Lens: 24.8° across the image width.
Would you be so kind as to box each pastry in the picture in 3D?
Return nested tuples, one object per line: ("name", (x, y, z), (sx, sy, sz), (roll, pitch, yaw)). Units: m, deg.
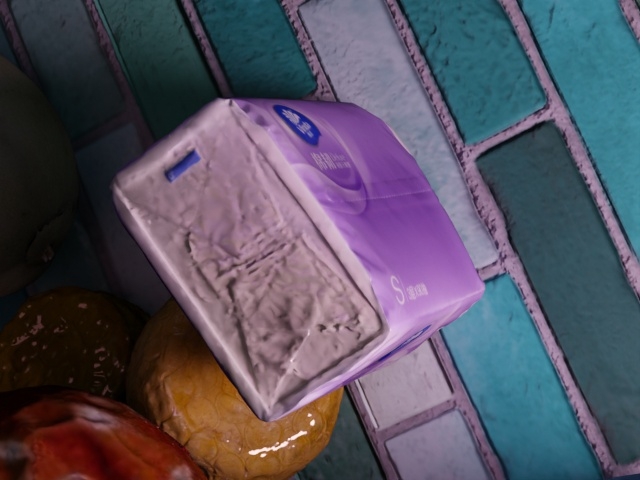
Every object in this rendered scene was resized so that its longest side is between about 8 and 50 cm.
("pastry", (-0.249, 0.139, 1.475), (0.189, 0.103, 0.188), (-11, 65, 25))

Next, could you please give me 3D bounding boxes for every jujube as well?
("jujube", (-0.198, 0.289, 1.243), (0.377, 0.276, 0.276), (37, 103, 19))

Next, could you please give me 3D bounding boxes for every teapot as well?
("teapot", (-0.091, 0.136, 1.414), (0.203, 0.167, 0.311), (9, 68, -18))

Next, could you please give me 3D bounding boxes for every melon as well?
("melon", (-0.393, -0.075, 1.471), (0.330, 0.268, 0.268), (37, 103, 10))

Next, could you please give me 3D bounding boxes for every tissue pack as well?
("tissue pack", (0.000, 0.000, 1.274), (0.160, 0.338, 0.242), (-36, 82, 19))

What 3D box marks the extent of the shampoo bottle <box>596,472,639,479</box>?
("shampoo bottle", (0.232, 0.380, 1.182), (0.331, 0.331, 0.342), (-13, 83, 21))
